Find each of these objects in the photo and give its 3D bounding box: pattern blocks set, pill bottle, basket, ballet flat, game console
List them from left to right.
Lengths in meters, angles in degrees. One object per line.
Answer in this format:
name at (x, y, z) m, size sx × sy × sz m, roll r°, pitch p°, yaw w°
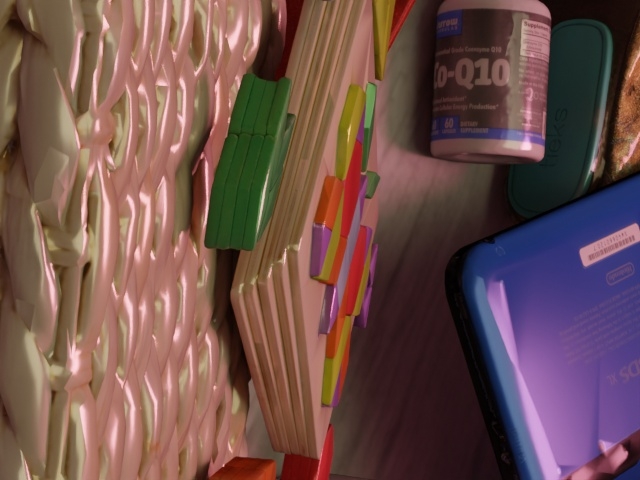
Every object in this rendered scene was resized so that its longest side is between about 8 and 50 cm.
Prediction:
basket at (-0.172, 0.025, 0.625) m, size 0.328 × 0.266 × 0.331 m, roll -38°, pitch 134°, yaw -80°
pattern blocks set at (0.000, 0.000, 0.732) m, size 0.325 × 0.026 × 0.285 m, roll 72°, pitch 28°, yaw -71°
pill bottle at (0.115, -0.123, 1.197) m, size 0.078 × 0.078 × 0.137 m, roll 6°, pitch 85°, yaw -48°
game console at (0.154, 0.105, 1.209) m, size 0.293 × 0.173 × 0.250 m, roll -21°, pitch 95°, yaw -47°
ballet flat at (0.215, -0.160, 1.285) m, size 0.123 × 0.123 × 0.348 m, roll 18°, pitch 82°, yaw -47°

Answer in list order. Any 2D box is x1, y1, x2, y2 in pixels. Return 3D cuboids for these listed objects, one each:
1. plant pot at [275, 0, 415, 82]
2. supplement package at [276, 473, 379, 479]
plant pot at (-0.051, -0.251, 0.854) m, size 0.267 × 0.236 × 0.267 m, roll 86°, pitch 29°, yaw -59°
supplement package at (-0.039, 0.235, 0.955) m, size 0.293 × 0.175 × 0.177 m, roll -5°, pitch 93°, yaw -48°
